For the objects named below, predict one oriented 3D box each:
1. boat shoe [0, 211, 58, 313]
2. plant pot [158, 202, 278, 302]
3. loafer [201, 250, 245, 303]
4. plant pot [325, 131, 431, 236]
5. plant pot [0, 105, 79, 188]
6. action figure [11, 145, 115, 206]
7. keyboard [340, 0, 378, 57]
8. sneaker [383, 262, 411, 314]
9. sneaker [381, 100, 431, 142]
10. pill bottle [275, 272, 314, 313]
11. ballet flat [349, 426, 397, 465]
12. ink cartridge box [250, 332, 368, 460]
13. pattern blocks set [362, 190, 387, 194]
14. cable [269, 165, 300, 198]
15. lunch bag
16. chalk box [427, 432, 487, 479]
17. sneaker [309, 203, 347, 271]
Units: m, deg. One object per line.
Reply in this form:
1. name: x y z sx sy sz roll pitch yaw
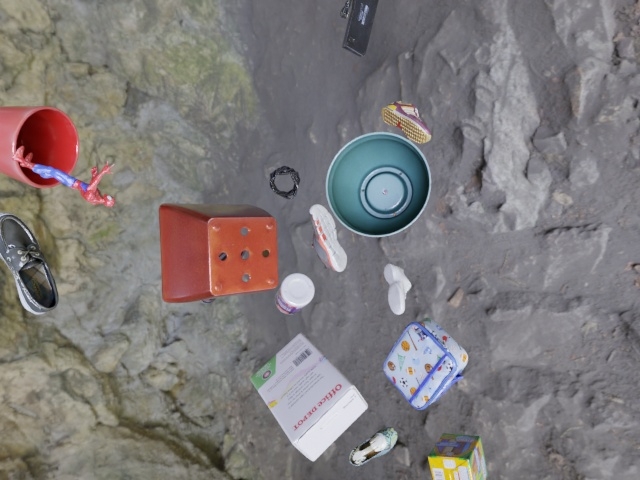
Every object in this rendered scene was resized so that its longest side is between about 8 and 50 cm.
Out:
1. boat shoe: -0.382 0.029 0.534 0.040 0.049 0.142 -7 106 34
2. plant pot: -0.246 0.030 1.062 0.236 0.267 0.267 1 93 54
3. loafer: -0.377 0.107 1.578 0.095 0.109 0.302 -36 21 44
4. plant pot: 0.183 -0.154 1.224 0.196 0.293 0.292 4 -105 -73
5. plant pot: -1.013 -0.330 1.371 0.275 0.244 0.274 11 -90 -82
6. action figure: -0.716 -0.205 1.197 0.139 0.281 0.091 -59 9 -13
7. keyboard: 0.090 -0.555 0.991 0.023 0.108 0.180 21 102 43
8. sneaker: 0.309 0.185 1.560 0.080 0.094 0.212 -49 35 46
9. sneaker: 0.268 -0.357 1.194 0.185 0.084 0.069 45 161 29
10. pill bottle: -0.092 0.184 1.346 0.193 0.108 0.108 123 133 -64
11. ballet flat: 0.166 0.669 1.314 0.188 0.070 0.070 -46 48 16
12. ink cartridge box: -0.038 0.417 1.123 0.278 0.201 0.117 31 157 53
13. pattern blocks set: 0.236 -0.217 1.601 0.026 0.325 0.285 -26 87 39
14. cable: -0.171 -0.287 1.989 0.047 0.185 0.150 27 92 47
15. lunch bag: 0.375 0.442 1.464 0.243 0.115 0.303 48 129 35
16. chalk box: 0.457 0.720 1.329 0.132 0.213 0.132 -14 86 34
17. sneaker: 0.000 0.000 0.874 0.065 0.061 0.157 -8 110 39
